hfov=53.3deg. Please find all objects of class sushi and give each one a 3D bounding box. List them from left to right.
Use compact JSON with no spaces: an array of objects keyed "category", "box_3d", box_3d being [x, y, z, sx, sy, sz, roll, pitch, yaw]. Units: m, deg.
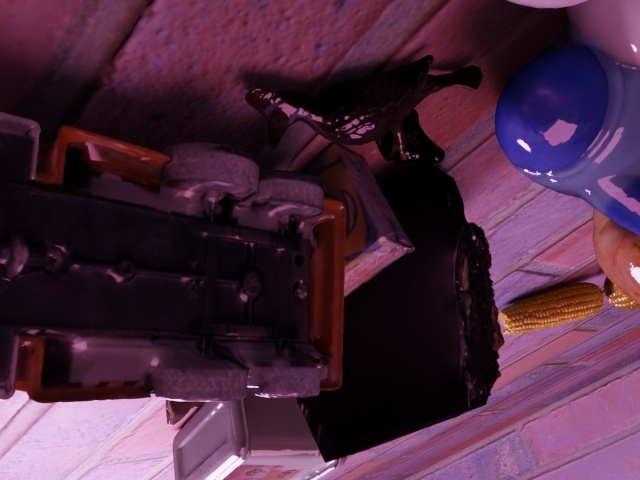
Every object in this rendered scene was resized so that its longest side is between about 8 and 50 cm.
[{"category":"sushi","box_3d":[0.098,0.080,0.688,0.215,0.227,0.212,-30,158,26]}]

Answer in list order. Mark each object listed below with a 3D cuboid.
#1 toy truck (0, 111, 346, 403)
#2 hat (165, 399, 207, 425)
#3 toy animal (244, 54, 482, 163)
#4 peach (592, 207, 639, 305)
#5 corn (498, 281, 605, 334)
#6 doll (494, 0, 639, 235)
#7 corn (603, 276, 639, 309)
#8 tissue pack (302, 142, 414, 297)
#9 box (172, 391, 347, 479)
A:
[{"category":"toy truck","box_3d":[-0.165,0.024,0.438,0.207,0.173,0.387,-7,167,42]},{"category":"hat","box_3d":[-0.144,0.158,0.834,0.147,0.085,0.175,-36,174,4]},{"category":"toy animal","box_3d":[0.032,-0.104,0.506,0.202,0.070,0.105,-2,133,-29]},{"category":"peach","box_3d":[0.469,-0.004,0.804,0.257,0.232,0.232,24,129,-41]},{"category":"corn","box_3d":[0.423,0.124,1.162,0.206,0.067,0.067,-15,151,-8]},{"category":"doll","box_3d":[0.256,-0.132,0.465,0.376,0.187,0.365,-3,144,3]},{"category":"corn","box_3d":[0.578,0.030,1.071,0.106,0.106,0.305,-12,153,-18]},{"category":"tissue pack","box_3d":[0.000,0.000,0.597,0.148,0.108,0.060,-40,150,29]},{"category":"box","box_3d":[-0.117,0.336,1.063,0.182,0.175,0.312,9,140,-30]}]
